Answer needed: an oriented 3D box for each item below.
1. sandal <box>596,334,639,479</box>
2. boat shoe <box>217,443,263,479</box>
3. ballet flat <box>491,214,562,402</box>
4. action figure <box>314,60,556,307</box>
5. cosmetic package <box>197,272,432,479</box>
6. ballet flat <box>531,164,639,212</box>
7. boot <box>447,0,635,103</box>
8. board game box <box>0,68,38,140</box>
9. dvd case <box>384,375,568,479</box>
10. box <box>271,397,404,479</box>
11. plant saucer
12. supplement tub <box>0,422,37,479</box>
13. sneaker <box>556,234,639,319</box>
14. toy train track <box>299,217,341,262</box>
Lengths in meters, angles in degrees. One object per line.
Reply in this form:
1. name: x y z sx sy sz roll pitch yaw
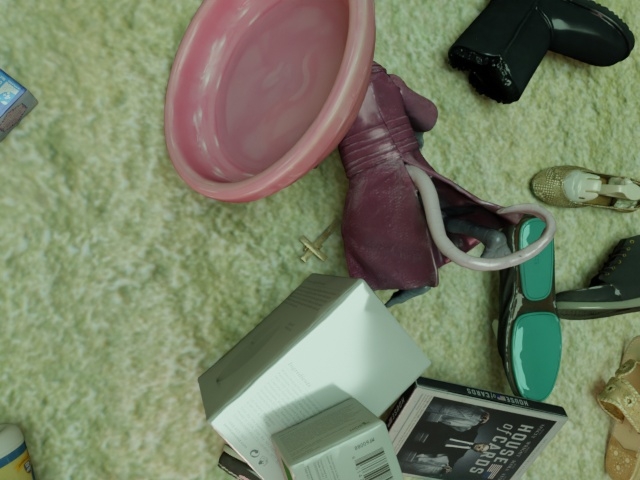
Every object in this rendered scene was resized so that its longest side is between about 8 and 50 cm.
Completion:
1. sandal: 0.478 0.268 0.921 0.079 0.088 0.240 9 91 -20
2. boat shoe: -0.049 0.356 0.786 0.228 0.081 0.068 36 76 -13
3. ballet flat: 0.309 0.099 0.879 0.095 0.096 0.280 4 87 -12
4. action figure: 0.068 -0.103 0.733 0.248 0.276 0.370 -25 90 -13
5. cosmetic package: -0.020 0.164 0.727 0.225 0.224 0.138 -43 99 -11
6. ballet flat: 0.445 -0.085 0.936 0.206 0.067 0.073 3 88 -14
7. boot: 0.338 -0.288 0.900 0.246 0.094 0.207 33 77 -4
8. board game box: -0.576 -0.158 0.679 0.319 0.066 0.318 39 80 -10
9. dvd case: 0.206 0.283 0.833 0.239 0.029 0.179 15 120 -13
10. box: 0.019 0.230 0.574 0.102 0.087 0.101 -20 96 -14
11. plant saucer: -0.061 -0.201 0.714 0.084 0.332 0.332 20 82 -48
12. supplement tub: -0.395 0.331 0.667 0.144 0.144 0.199 -16 92 -14
13. sneaker: 0.465 0.059 0.942 0.222 0.083 0.118 -6 71 -8
14. toy train track: 0.000 0.000 0.848 0.048 0.014 0.083 43 73 -2
